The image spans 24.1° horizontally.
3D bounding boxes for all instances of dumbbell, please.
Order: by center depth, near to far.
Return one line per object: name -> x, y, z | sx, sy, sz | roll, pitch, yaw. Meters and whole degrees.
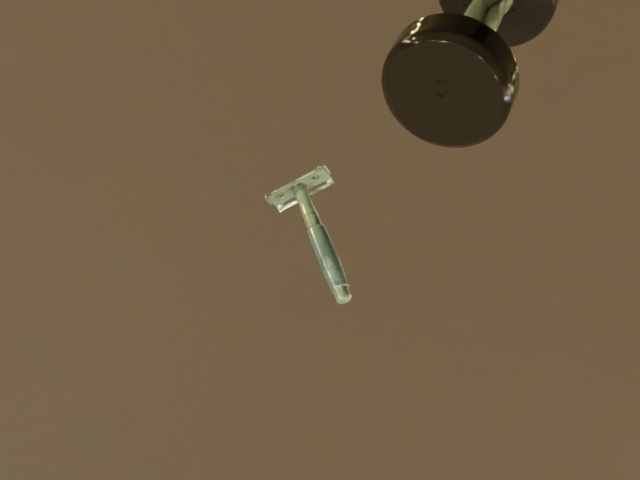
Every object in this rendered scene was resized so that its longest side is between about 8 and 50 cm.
dumbbell -> 0.119, -0.160, 1.149 | 0.100, 0.100, 0.191 | 29, -139, 0

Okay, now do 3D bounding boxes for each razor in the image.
razor -> 0.000, 0.000, 1.431 | 0.040, 0.068, 0.135 | 41, -157, -61
